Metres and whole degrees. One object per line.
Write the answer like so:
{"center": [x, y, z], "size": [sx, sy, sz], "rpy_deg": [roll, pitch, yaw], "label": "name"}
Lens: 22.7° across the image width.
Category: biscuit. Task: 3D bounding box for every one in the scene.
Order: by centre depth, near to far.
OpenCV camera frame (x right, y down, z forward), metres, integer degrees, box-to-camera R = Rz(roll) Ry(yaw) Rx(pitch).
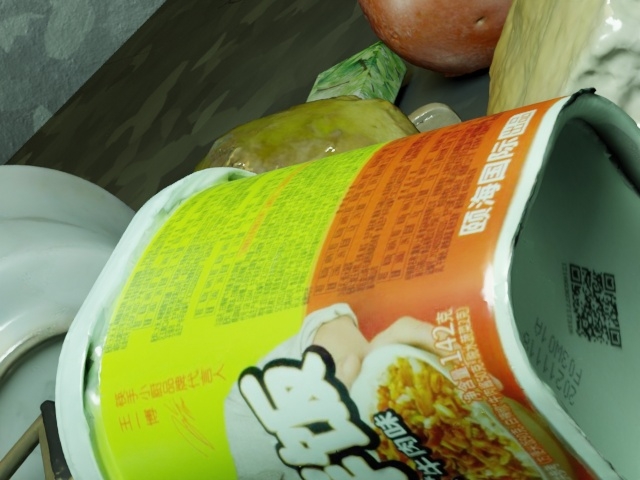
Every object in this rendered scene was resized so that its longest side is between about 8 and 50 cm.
{"center": [0.226, -0.229, 1.160], "size": [0.446, 0.104, 0.429], "rpy_deg": [-80, 13, -58], "label": "biscuit"}

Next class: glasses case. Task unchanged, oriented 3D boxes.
{"center": [0.014, -0.086, 1.568], "size": [0.095, 0.062, 0.272], "rpy_deg": [-24, 29, 35], "label": "glasses case"}

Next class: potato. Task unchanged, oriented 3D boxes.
{"center": [-0.004, 0.005, 1.231], "size": [0.246, 0.196, 0.300], "rpy_deg": [-46, 21, 4], "label": "potato"}

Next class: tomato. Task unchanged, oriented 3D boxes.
{"center": [0.127, -0.264, 1.502], "size": [0.208, 0.184, 0.208], "rpy_deg": [-38, 22, 18], "label": "tomato"}

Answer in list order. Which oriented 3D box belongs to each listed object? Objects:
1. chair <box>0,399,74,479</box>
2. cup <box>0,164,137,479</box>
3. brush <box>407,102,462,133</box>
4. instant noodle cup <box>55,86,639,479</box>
{"center": [-0.131, 0.197, 1.123], "size": [0.272, 0.188, 0.166], "rpy_deg": [-48, 20, 3], "label": "chair"}
{"center": [-0.228, 0.122, 1.270], "size": [0.347, 0.347, 0.163], "rpy_deg": [-50, 31, -12], "label": "cup"}
{"center": [0.000, 0.000, 1.414], "size": [0.327, 0.070, 0.065], "rpy_deg": [-41, 18, 10], "label": "brush"}
{"center": [0.057, 0.067, 0.908], "size": [0.308, 0.294, 0.294], "rpy_deg": [-18, 33, 41], "label": "instant noodle cup"}
